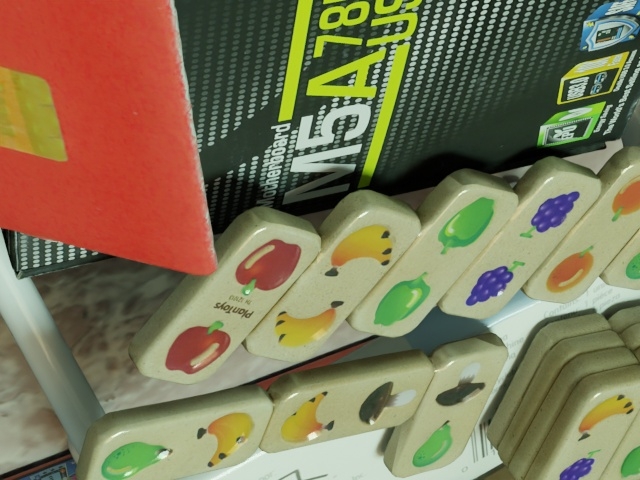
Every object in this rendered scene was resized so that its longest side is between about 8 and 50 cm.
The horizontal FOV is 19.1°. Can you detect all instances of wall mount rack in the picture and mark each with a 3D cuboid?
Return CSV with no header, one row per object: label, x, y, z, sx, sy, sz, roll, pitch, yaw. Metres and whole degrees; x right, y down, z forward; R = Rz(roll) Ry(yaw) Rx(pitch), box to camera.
wall mount rack,0.000,0.000,0.633,0.350,0.130,0.304,-29,149,-10

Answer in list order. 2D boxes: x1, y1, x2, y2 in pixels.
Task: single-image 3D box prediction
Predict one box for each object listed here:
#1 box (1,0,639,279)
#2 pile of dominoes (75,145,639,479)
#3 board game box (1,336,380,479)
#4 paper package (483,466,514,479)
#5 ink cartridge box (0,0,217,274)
box,0.007,-0.070,0.470,0.184,0.045,0.190,-14,153,-16
pile of dominoes,0.042,0.059,0.591,0.251,0.040,0.196,-10,138,-32
board game box,-0.044,0.119,0.837,0.281,0.027,0.145,-20,143,-16
paper package,0.237,0.137,0.927,0.325,0.168,0.309,-37,147,-3
ink cartridge box,-0.159,-0.080,0.299,0.296,0.261,0.066,86,24,-58
